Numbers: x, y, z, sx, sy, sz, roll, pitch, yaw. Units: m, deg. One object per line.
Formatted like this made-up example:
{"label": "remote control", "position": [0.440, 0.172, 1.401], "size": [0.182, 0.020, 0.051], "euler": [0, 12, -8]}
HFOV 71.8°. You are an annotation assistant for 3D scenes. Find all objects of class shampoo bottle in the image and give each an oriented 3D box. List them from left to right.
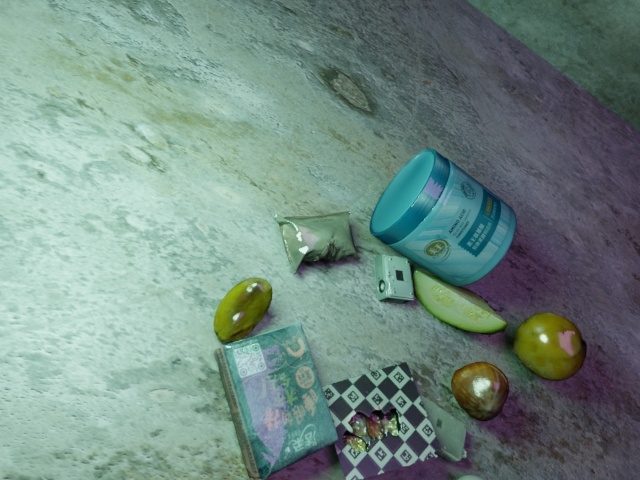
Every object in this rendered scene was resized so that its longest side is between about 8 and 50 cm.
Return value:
{"label": "shampoo bottle", "position": [0.392, -0.066, 1.436], "size": [0.343, 0.331, 0.331], "euler": [33, 56, -13]}

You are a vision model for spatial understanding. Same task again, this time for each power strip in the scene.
{"label": "power strip", "position": [0.328, 0.545, 1.308], "size": [0.271, 0.046, 0.117], "euler": [35, 53, -11]}

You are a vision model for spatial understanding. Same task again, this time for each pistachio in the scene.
{"label": "pistachio", "position": [-0.200, 0.172, 1.130], "size": [0.110, 0.100, 0.189], "euler": [34, 88, 20]}

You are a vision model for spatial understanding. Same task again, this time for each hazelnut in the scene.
{"label": "hazelnut", "position": [0.491, 0.462, 1.372], "size": [0.182, 0.182, 0.181], "euler": [12, 64, -26]}

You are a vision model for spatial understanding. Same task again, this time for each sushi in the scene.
{"label": "sushi", "position": [0.155, 0.495, 1.210], "size": [0.290, 0.050, 0.263], "euler": [-7, 57, -21]}

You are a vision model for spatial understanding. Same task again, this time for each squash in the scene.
{"label": "squash", "position": [0.442, 0.224, 1.467], "size": [0.289, 0.111, 0.203], "euler": [20, 20, -26]}

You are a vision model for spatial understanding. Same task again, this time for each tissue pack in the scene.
{"label": "tissue pack", "position": [-0.108, 0.383, 1.090], "size": [0.228, 0.103, 0.315], "euler": [-11, 74, -32]}

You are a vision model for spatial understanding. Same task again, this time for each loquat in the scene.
{"label": "loquat", "position": [0.803, 0.371, 1.553], "size": [0.235, 0.235, 0.234], "euler": [12, 64, -26]}

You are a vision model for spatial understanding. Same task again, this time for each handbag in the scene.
{"label": "handbag", "position": [0.000, 0.000, 1.317], "size": [0.271, 0.117, 0.182], "euler": [-6, 81, -33]}

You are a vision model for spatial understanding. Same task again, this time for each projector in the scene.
{"label": "projector", "position": [0.240, 0.123, 1.434], "size": [0.115, 0.061, 0.147], "euler": [9, 64, -25]}

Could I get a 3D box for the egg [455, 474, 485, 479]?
{"label": "egg", "position": [0.433, 0.724, 1.256], "size": [0.135, 0.103, 0.103], "euler": [17, 62, -22]}
